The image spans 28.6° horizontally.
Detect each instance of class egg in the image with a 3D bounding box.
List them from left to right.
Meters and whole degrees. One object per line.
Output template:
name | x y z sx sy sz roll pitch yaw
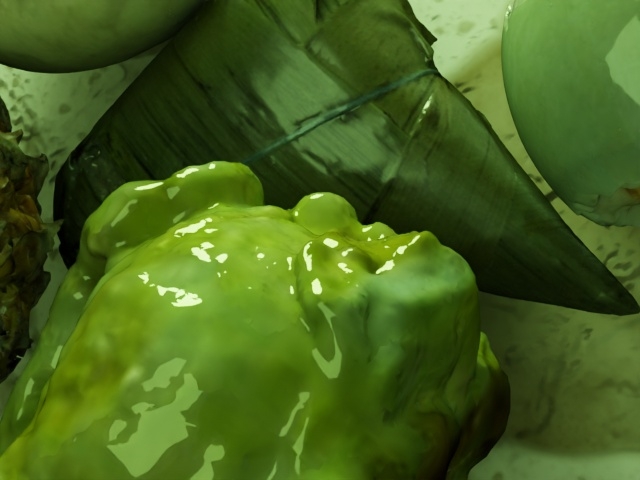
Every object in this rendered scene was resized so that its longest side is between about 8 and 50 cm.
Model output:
egg | 0.204 -0.120 0.779 0.183 0.183 0.217 -9 75 24

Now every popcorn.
popcorn | -0.053 0.120 0.750 0.312 0.312 0.312 -6 76 25

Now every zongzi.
zongzi | 0.000 0.000 0.886 0.323 0.160 0.360 -45 76 23

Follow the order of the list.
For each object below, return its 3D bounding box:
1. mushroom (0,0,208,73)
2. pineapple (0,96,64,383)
mushroom | -0.162 -0.272 0.928 0.315 0.356 0.315 1 85 -14
pineapple | -0.358 -0.015 0.878 0.300 0.352 0.352 33 94 50
